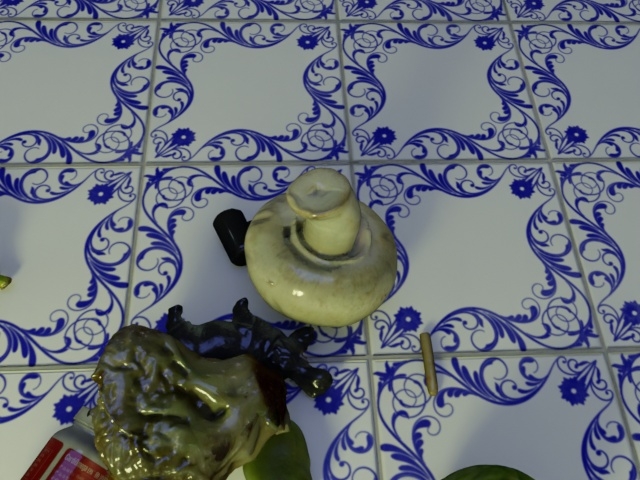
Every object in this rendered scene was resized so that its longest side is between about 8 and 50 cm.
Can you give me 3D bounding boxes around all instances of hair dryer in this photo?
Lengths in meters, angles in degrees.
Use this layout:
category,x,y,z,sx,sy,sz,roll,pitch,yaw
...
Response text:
category,x,y,z,sx,sy,sz,roll,pitch,yaw
hair dryer,-0.105,-0.029,1.432,0.248,0.070,0.114,-17,61,-23

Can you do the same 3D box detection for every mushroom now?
category,x,y,z,sx,sy,sz,roll,pitch,yaw
mushroom,-0.012,0.029,1.269,0.315,0.356,0.315,-2,86,26

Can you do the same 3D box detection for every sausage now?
category,x,y,z,sx,sy,sz,roll,pitch,yaw
sausage,0.221,0.250,1.300,0.024,0.024,0.132,-1,59,-4

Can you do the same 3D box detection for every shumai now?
category,x,y,z,sx,sy,sz,roll,pitch,yaw
shumai,-0.210,0.297,1.087,0.283,0.217,0.346,-12,83,8

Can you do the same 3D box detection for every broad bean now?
category,x,y,z,sx,sy,sz,roll,pitch,yaw
broad bean,-0.076,0.414,1.160,0.124,0.082,0.174,-15,52,-12

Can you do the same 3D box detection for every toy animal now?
category,x,y,z,sx,sy,sz,roll,pitch,yaw
toy animal,-0.141,0.204,1.261,0.343,0.106,0.168,8,59,-3

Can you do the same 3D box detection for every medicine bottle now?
category,x,y,z,sx,sy,sz,roll,pitch,yaw
medicine bottle,-0.442,0.422,1.098,0.131,0.131,0.250,25,61,11

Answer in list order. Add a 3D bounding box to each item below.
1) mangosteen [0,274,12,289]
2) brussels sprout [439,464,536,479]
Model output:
category,x,y,z,sx,sy,sz,roll,pitch,yaw
mangosteen,-0.729,0.071,1.277,0.181,0.146,0.156,-12,58,-11
brussels sprout,0.266,0.502,1.055,0.219,0.210,0.271,33,78,-8
